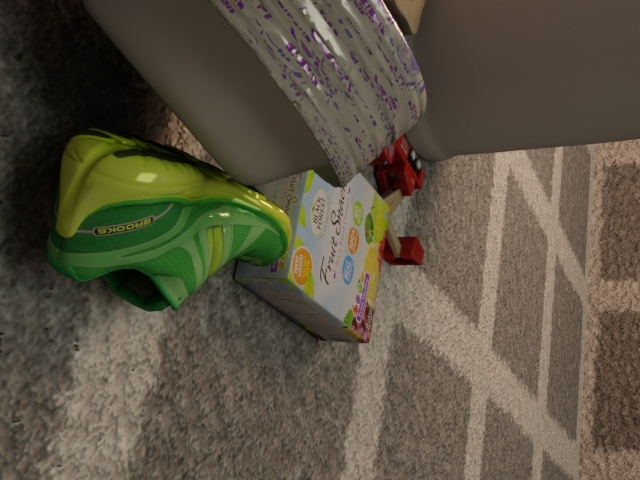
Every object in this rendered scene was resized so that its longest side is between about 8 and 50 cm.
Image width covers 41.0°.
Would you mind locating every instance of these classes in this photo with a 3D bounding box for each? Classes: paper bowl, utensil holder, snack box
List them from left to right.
[{"bbox_3d":[-0.065,-0.156,0.643,0.148,0.284,0.284,-41,141,-1],"label":"paper bowl"},{"bbox_3d":[0.000,0.000,0.938,0.207,0.070,0.175,40,54,-54],"label":"snack box"},{"bbox_3d":[0.332,-0.293,1.260,0.327,0.385,0.328,6,84,-62],"label":"utensil holder"}]

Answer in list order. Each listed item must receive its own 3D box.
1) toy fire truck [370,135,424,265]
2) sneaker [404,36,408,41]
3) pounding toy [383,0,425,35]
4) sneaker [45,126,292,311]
[{"bbox_3d":[0.096,-0.064,1.154,0.192,0.047,0.135,51,47,-50],"label":"toy fire truck"},{"bbox_3d":[0.039,-0.202,1.012,0.232,0.081,0.091,-15,115,-57],"label":"sneaker"},{"bbox_3d":[0.123,-0.389,1.103,0.154,0.154,0.270,62,37,-49],"label":"pounding toy"},{"bbox_3d":[-0.122,-0.008,0.693,0.124,0.109,0.295,-62,157,5],"label":"sneaker"}]
